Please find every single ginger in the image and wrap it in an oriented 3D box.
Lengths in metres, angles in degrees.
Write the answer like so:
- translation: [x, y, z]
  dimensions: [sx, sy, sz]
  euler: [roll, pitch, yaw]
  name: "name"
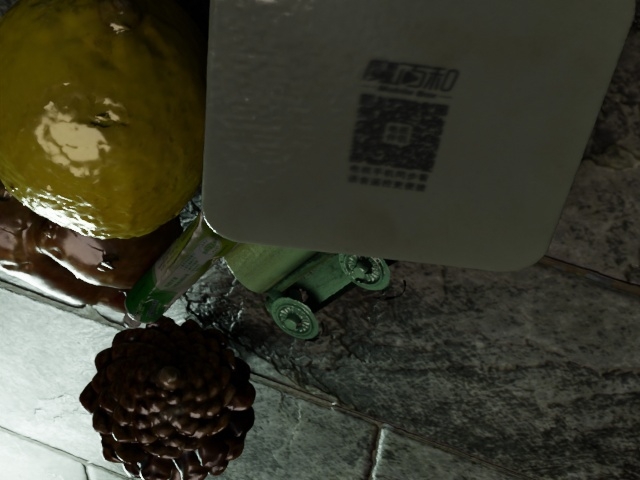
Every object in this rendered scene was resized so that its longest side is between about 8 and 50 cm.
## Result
- translation: [-0.364, -0.047, 1.374]
  dimensions: [0.418, 0.176, 0.254]
  euler: [30, 144, -16]
  name: "ginger"

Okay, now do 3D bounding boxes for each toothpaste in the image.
- translation: [-0.179, 0.041, 1.320]
  dimensions: [0.078, 0.047, 0.248]
  euler: [24, 132, -28]
  name: "toothpaste"

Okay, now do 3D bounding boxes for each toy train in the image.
- translation: [-0.005, 0.004, 1.261]
  dimensions: [0.189, 0.126, 0.307]
  euler: [38, 141, -12]
  name: "toy train"

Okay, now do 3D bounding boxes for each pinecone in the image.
- translation: [-0.213, 0.254, 1.571]
  dimensions: [0.264, 0.264, 0.264]
  euler: [16, 140, 14]
  name: "pinecone"

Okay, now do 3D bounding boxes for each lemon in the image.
- translation: [-0.233, -0.145, 1.120]
  dimensions: [0.268, 0.268, 0.322]
  euler: [20, 141, 9]
  name: "lemon"

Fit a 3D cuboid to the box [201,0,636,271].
- translation: [0.075, -0.137, 0.999]
  dimensions: [0.367, 0.090, 0.373]
  euler: [7, 133, -3]
  name: "box"
